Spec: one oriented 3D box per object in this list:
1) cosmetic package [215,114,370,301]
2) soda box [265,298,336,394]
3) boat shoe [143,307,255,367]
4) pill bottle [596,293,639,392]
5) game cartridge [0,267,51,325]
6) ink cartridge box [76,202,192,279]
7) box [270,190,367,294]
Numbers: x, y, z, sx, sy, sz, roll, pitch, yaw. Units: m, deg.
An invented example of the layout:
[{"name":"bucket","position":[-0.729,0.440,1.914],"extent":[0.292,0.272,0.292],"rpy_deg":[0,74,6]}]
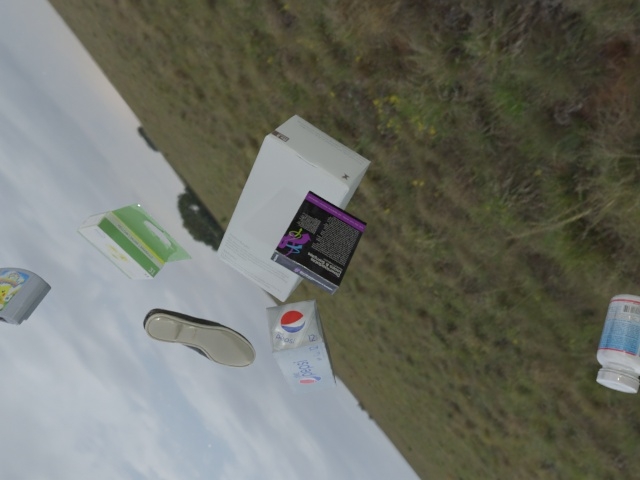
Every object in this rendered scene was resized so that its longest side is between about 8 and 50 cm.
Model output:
[{"name":"cosmetic package","position":[-0.072,-0.068,1.428],"extent":[0.217,0.384,0.156],"rpy_deg":[35,-144,4]},{"name":"soda box","position":[-0.033,0.218,1.211],"extent":[0.286,0.098,0.091],"rpy_deg":[77,-178,-60]},{"name":"boat shoe","position":[-0.342,0.268,1.751],"extent":[0.335,0.112,0.095],"rpy_deg":[24,-174,-22]},{"name":"pill bottle","position":[0.543,0.183,1.085],"extent":[0.087,0.160,0.087],"rpy_deg":[21,165,6]},{"name":"game cartridge","position":[-0.308,0.052,0.602],"extent":[0.083,0.056,0.017],"rpy_deg":[7,139,27]},{"name":"ink cartridge box","position":[-0.401,0.008,1.307],"extent":[0.235,0.056,0.171],"rpy_deg":[-5,133,49]},{"name":"box","position":[0.000,0.000,1.003],"extent":[0.116,0.162,0.029],"rpy_deg":[30,135,-3]}]
